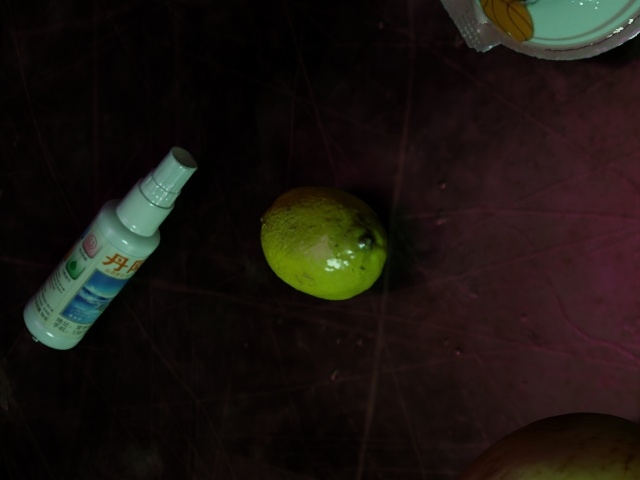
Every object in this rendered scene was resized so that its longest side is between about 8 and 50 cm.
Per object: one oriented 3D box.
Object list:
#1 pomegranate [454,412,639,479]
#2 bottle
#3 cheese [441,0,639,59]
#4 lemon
[{"bbox_3d":[0.165,0.196,0.854,0.215,0.215,0.215,1,92,37],"label":"pomegranate"},{"bbox_3d":[-0.175,0.004,1.203,0.217,0.060,0.060,-49,63,28],"label":"bottle"},{"bbox_3d":[0.188,-0.229,0.916,0.286,0.074,0.189,-36,72,31],"label":"cheese"},{"bbox_3d":[0.000,0.000,1.059,0.110,0.082,0.082,19,102,40],"label":"lemon"}]
